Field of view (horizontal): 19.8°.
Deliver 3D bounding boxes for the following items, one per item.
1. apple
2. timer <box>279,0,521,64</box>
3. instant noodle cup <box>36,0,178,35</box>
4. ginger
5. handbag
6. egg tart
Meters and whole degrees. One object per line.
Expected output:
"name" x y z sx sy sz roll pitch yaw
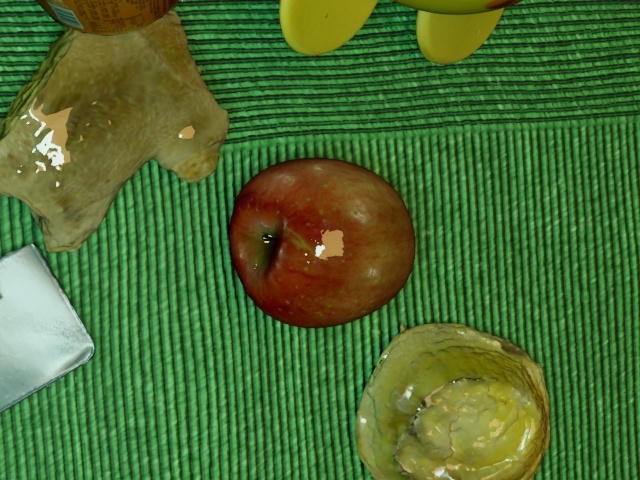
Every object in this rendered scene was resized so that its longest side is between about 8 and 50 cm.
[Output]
"apple" 0.000 0.000 1.910 0.168 0.181 0.181 -13 97 -42
"timer" 0.118 -0.361 1.867 0.376 0.376 0.387 14 112 -20
"instant noodle cup" -0.208 -0.308 1.737 0.230 0.182 0.230 0 72 1
"ginger" -0.209 -0.111 1.849 0.221 0.130 0.275 27 86 -26
"handbag" -0.350 0.109 1.846 0.221 0.057 0.144 -28 97 -17
"egg tart" 0.158 0.202 2.021 0.232 0.098 0.252 -40 109 -11
